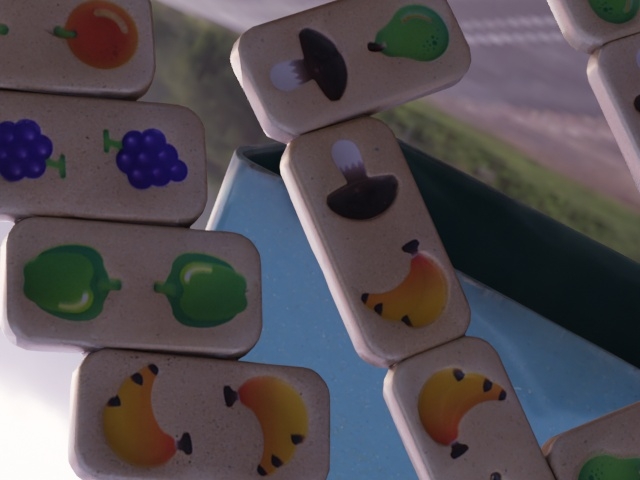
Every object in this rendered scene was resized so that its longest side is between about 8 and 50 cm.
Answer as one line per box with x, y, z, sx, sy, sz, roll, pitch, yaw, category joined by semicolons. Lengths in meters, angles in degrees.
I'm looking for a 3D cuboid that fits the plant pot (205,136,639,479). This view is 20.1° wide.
0.020;0.106;0.611;0.165;0.234;0.165;28;-167;12;plant pot

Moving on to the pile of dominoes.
0.009;-0.039;0.419;0.196;0.251;0.040;-20;170;-25;pile of dominoes
